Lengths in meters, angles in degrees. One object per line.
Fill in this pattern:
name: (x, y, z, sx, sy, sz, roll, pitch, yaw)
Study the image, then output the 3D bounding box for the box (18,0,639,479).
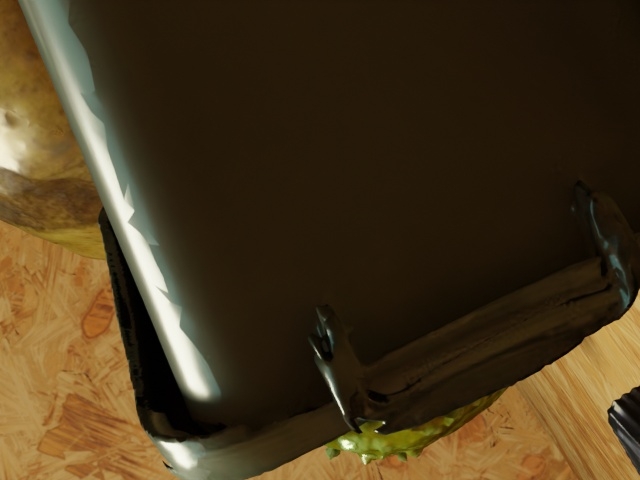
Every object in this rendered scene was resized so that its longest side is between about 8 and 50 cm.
box: (-0.004, -0.060, 0.487, 0.243, 0.163, 0.135, -118, 4, -70)

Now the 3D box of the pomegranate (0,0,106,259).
pomegranate: (-0.108, -0.128, 0.902, 0.281, 0.281, 0.281, 57, 180, -1)

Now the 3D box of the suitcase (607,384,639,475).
suitcase: (0.141, 0.082, 0.593, 0.086, 0.059, 0.126, 58, 180, -6)

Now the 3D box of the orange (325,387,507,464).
orange: (0.000, 0.000, 1.183, 0.300, 0.223, 0.301, 62, -179, -5)
